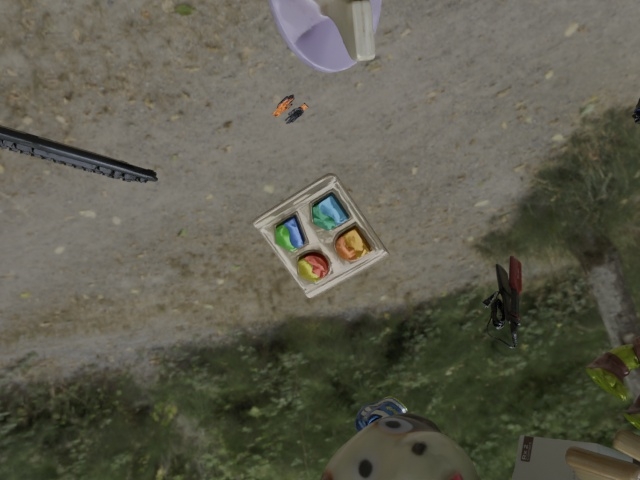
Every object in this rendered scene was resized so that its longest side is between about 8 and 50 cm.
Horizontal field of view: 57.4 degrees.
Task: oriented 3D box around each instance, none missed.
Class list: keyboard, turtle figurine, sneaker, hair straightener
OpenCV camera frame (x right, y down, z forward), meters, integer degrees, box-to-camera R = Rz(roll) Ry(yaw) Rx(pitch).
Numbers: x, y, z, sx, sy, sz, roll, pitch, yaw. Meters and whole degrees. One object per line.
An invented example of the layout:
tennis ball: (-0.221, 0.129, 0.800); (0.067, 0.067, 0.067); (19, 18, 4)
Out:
keyboard: (-0.381, -0.124, 0.723); (0.317, 0.033, 0.201); (16, -177, -40)
turtle figurine: (0.383, 0.088, 0.609); (0.217, 0.269, 0.087); (-43, -157, 1)
sneaker: (0.098, 0.331, 1.063); (0.059, 0.053, 0.144); (-54, -179, -40)
hair straightener: (0.398, 0.139, 1.271); (0.047, 0.230, 0.089); (35, 133, -24)

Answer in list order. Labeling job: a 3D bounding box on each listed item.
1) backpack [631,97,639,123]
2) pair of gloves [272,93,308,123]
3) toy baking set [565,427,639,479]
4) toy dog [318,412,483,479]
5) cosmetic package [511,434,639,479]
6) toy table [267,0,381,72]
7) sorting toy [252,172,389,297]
backpack: (0.723, -0.246, 1.147); (0.173, 0.117, 0.158); (28, 172, -41)
pair of gloves: (-0.078, -0.336, 1.502); (0.074, 0.010, 0.083); (-41, 146, 20)
toy baking set: (0.315, 0.234, 0.440); (0.030, 0.256, 0.197); (-47, 138, -26)
toy dog: (0.173, 0.411, 0.739); (0.284, 0.408, 0.395); (-31, 172, -27)
cosmetic package: (0.386, 0.378, 0.821); (0.183, 0.151, 0.151); (23, 158, -18)
toy table: (0.020, -0.371, 0.781); (0.252, 0.274, 0.161); (-23, -163, -11)
sorting toy: (0.000, 0.000, 1.112); (0.193, 0.208, 0.038); (-30, -160, 19)
